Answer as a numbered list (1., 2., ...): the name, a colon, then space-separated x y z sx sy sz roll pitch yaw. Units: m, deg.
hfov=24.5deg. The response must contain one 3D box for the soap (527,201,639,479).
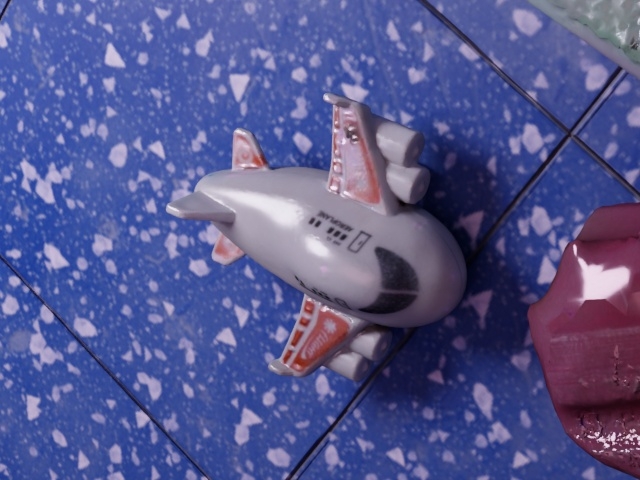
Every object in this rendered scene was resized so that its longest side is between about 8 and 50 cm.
1. soap: 0.309 0.078 1.032 0.325 0.127 0.220 -6 98 33

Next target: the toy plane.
1. toy plane: 0.002 -0.001 1.207 0.252 0.118 0.252 9 109 27

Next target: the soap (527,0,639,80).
1. soap: 0.249 -0.234 0.927 0.446 0.156 0.261 41 116 24
